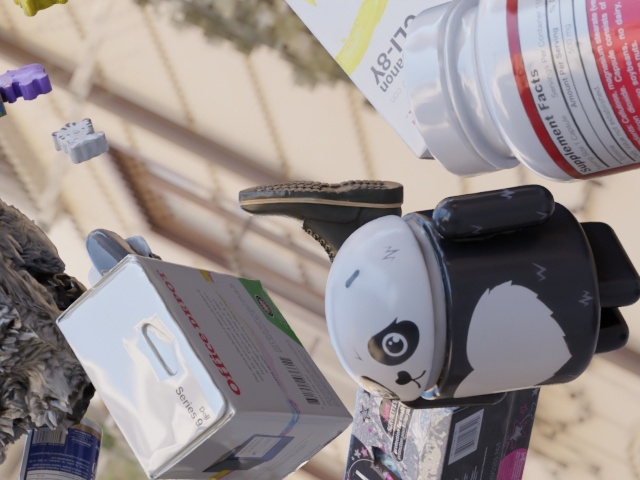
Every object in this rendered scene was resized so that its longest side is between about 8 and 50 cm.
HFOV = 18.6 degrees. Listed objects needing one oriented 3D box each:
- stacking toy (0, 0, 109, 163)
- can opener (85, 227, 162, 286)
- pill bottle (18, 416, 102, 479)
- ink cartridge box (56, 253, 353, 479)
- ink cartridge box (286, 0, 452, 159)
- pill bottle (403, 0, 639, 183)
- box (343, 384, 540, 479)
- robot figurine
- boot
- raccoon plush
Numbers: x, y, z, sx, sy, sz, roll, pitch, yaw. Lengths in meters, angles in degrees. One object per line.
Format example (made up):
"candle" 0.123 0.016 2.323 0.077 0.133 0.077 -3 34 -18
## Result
"stacking toy" -0.299 -0.121 1.689 0.221 0.052 0.167 -25 -57 -20
"can opener" -0.153 0.111 1.899 0.076 0.283 0.095 -37 -24 12
"pill bottle" -0.230 0.215 1.697 0.067 0.067 0.120 77 -163 -62
"ink cartridge box" -0.087 0.104 1.527 0.093 0.154 0.212 -40 -21 14
"ink cartridge box" 0.123 -0.319 2.231 0.160 0.385 0.279 -5 -40 -51
"pill bottle" 0.293 -0.181 1.808 0.229 0.407 0.229 25 -121 -52
"box" 0.129 0.227 2.177 0.163 0.142 0.247 -23 -47 -39
"robot figurine" 0.143 0.055 1.745 0.173 0.278 0.209 -171 77 -73
"boot" 0.000 0.000 2.334 0.077 0.197 0.137 -72 -17 -77
"raccoon plush" -0.391 0.072 1.601 0.299 0.216 0.446 -38 -57 11
